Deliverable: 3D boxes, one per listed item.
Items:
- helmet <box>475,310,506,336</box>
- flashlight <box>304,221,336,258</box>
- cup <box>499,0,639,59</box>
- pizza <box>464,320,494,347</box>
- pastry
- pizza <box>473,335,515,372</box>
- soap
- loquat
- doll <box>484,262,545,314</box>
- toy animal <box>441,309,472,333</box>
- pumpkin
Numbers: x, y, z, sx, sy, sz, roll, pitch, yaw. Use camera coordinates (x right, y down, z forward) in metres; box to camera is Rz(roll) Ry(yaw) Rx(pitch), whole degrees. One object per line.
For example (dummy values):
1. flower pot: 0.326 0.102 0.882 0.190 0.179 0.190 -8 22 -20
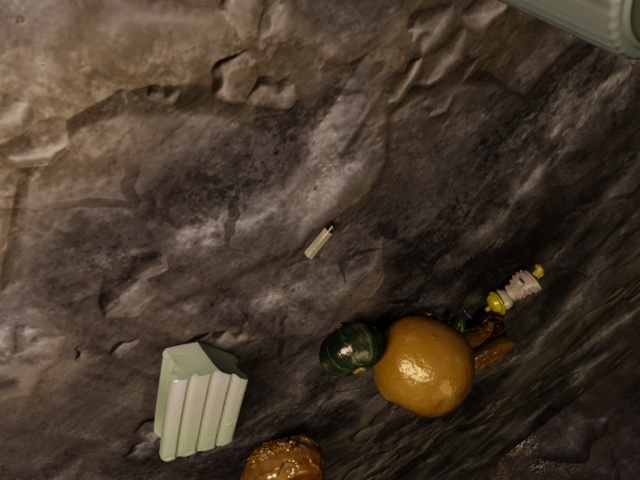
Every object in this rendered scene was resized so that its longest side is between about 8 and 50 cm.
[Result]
1. helmet: 0.519 0.242 1.655 0.089 0.057 0.111 6 138 7
2. flashlight: 0.000 0.000 1.090 0.018 0.018 0.083 24 112 -44
3. cup: 0.375 -0.395 0.750 0.256 0.311 0.331 -29 139 -8
4. pizza: 0.443 0.292 1.646 0.130 0.041 0.178 5 143 -14
5. pastry: -0.110 0.657 1.530 0.254 0.162 0.311 -6 134 -29
6. pizza: 0.542 0.374 1.795 0.246 0.058 0.127 -28 138 -12
7. soap: -0.264 0.347 1.178 0.172 0.095 0.290 -6 131 -30
8. loquat: 0.264 0.315 1.407 0.274 0.275 0.275 -19 137 -19
9. doll: 0.568 0.147 1.581 0.207 0.081 0.129 -36 152 5
10. toy animal: 0.371 0.264 1.560 0.041 0.075 0.217 -7 136 -30
11. pumpkin: 0.077 0.261 1.311 0.167 0.125 0.167 -6 149 -4
